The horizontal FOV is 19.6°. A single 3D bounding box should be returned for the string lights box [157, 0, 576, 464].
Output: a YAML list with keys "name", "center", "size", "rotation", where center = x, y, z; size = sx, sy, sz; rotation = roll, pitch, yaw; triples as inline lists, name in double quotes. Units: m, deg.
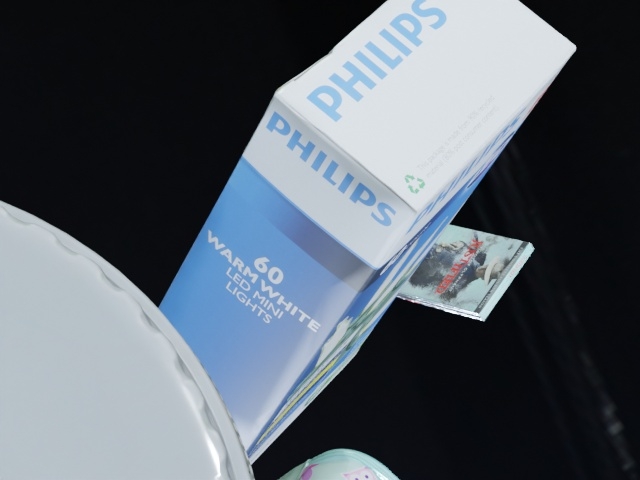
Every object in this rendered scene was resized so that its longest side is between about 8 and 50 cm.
- name: "string lights box"
  center: [0.000, 0.000, 0.836]
  size: [0.077, 0.133, 0.260]
  rotation: [41, -39, 6]

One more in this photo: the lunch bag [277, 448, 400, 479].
- name: "lunch bag"
  center: [0.004, 0.325, 1.654]
  size: [0.224, 0.108, 0.279]
  rotation: [44, -50, -7]

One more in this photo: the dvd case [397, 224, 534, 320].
- name: "dvd case"
  center: [0.126, 0.027, 1.688]
  size: [0.119, 0.087, 0.013]
  rotation: [16, -29, 46]

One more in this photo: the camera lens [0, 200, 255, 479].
- name: "camera lens"
  center: [-0.130, 0.106, 0.552]
  size: [0.219, 0.219, 0.274]
  rotation: [58, -12, 7]
